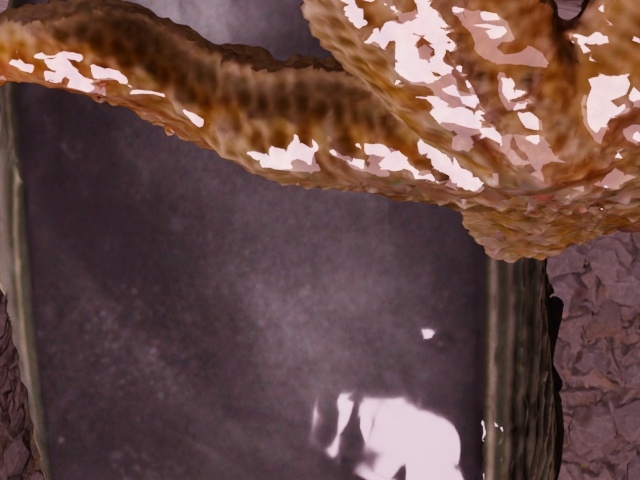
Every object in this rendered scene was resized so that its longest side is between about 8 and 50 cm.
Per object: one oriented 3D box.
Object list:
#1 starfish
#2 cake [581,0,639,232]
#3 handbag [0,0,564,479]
[{"bbox_3d":[0.068,-0.055,0.574,0.375,0.094,0.327,0,158,1],"label":"starfish"},{"bbox_3d":[0.183,-0.066,0.776,0.147,0.135,0.134,1,178,16],"label":"cake"},{"bbox_3d":[0.000,0.000,0.873,0.247,0.340,0.240,1,-164,20],"label":"handbag"}]
